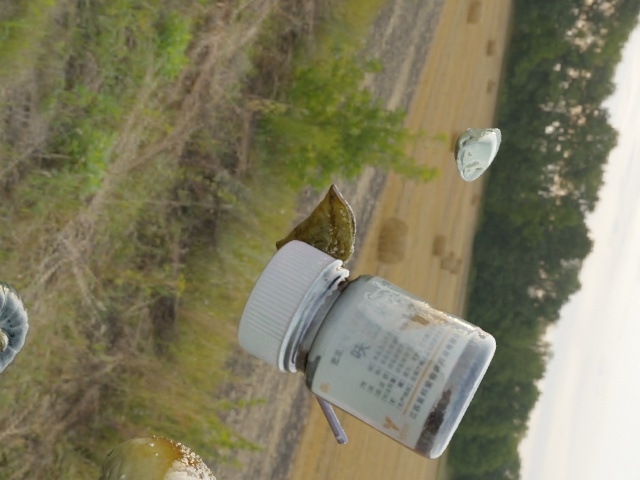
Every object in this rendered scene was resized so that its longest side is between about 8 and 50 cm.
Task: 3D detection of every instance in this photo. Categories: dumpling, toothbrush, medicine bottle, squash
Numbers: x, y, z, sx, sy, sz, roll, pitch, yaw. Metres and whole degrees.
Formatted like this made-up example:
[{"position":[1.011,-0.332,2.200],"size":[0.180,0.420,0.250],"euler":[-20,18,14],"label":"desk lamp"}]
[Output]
[{"position":[0.174,-0.095,0.938],"size":[0.077,0.043,0.059],"euler":[-54,145,-54],"label":"dumpling"},{"position":[-0.035,0.240,1.632],"size":[0.029,0.024,0.354],"euler":[-28,94,-43],"label":"toothbrush"},{"position":[0.053,0.124,0.991],"size":[0.165,0.273,0.165],"euler":[-56,164,-24],"label":"medicine bottle"},{"position":[-0.630,0.158,1.505],"size":[0.218,0.172,0.218],"euler":[44,37,-45],"label":"squash"}]

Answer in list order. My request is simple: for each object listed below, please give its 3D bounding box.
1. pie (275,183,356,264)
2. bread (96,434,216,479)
[{"position":[0.000,0.000,1.116],"size":[0.034,0.092,0.170],"euler":[-36,178,-42],"label":"pie"},{"position":[-0.244,0.394,1.256],"size":[0.171,0.192,0.314],"euler":[-22,146,-23],"label":"bread"}]
